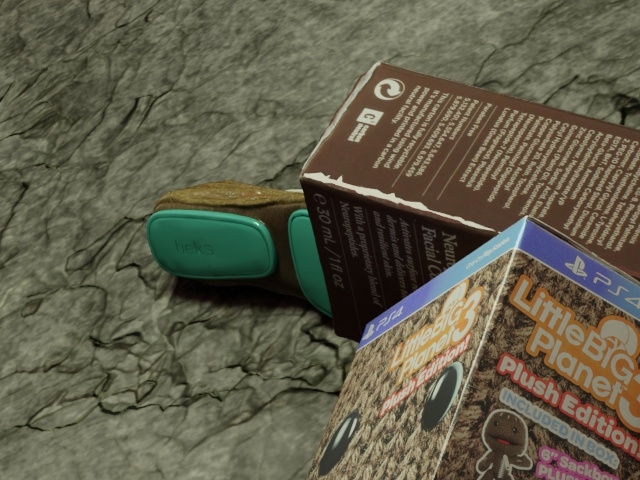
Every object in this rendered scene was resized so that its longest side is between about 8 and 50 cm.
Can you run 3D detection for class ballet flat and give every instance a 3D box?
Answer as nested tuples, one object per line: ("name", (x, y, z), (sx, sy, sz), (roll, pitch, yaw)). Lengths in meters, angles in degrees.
("ballet flat", (0.000, 0.000, 1.737), (0.342, 0.116, 0.124), (8, 29, 43))

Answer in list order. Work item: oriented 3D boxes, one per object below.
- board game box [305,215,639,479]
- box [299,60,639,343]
("board game box", (0.092, 0.169, 1.299), (0.232, 0.141, 0.291), (-39, 24, 56))
("box", (0.188, 0.021, 1.436), (0.381, 0.191, 0.143), (16, 53, 25))
